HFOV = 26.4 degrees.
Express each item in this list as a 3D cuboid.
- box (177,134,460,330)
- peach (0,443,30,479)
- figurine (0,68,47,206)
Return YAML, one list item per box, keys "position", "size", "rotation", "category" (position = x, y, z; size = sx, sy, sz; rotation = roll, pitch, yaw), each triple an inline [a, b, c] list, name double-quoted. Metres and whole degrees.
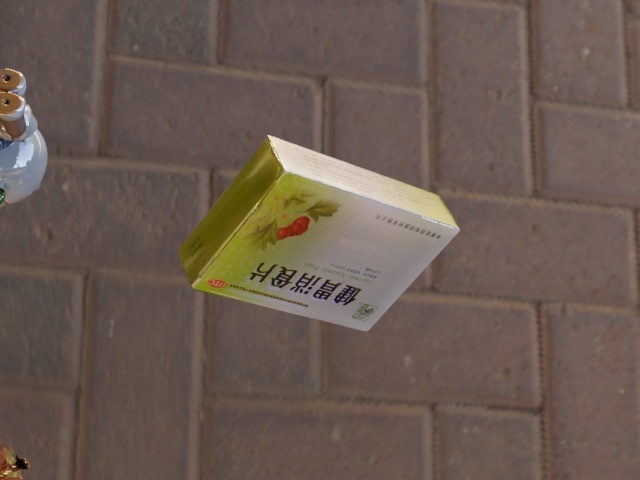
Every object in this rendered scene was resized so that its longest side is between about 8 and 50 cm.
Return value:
- position: [0.001, -0.001, 1.471]
  size: [0.260, 0.175, 0.062]
  rotation: [16, 35, -40]
  category: "box"
- position: [-0.355, 0.406, 1.415]
  size: [0.353, 0.416, 0.339]
  rotation: [-21, 91, 22]
  category: "peach"
- position: [-0.335, -0.103, 1.414]
  size: [0.093, 0.197, 0.147]
  rotation: [0, 62, -3]
  category: "figurine"
